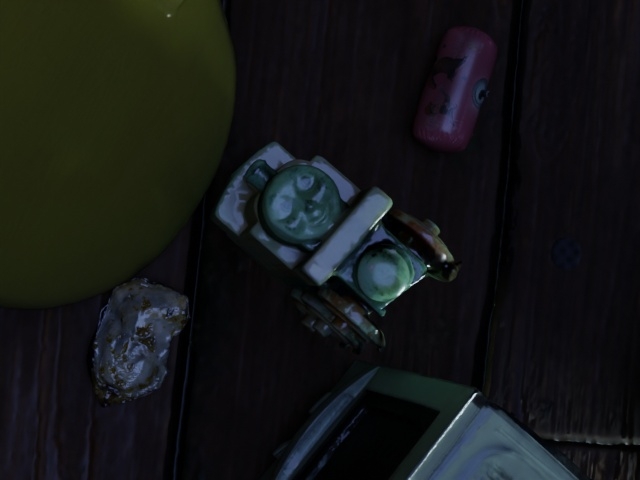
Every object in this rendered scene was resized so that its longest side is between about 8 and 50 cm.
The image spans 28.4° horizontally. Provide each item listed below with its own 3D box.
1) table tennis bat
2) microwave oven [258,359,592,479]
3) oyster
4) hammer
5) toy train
[{"bbox_3d":[-0.109,-0.130,0.718,0.224,0.054,0.368,41,77,-44],"label":"table tennis bat"},{"bbox_3d":[0.068,0.159,0.719,0.162,0.208,0.122,42,79,-11],"label":"microwave oven"},{"bbox_3d":[-0.115,0.063,0.771,0.054,0.019,0.083,24,81,-15],"label":"oyster"},{"bbox_3d":[0.088,-0.097,0.815,0.043,0.043,0.083,20,83,-14],"label":"hammer"},{"bbox_3d":[0.000,0.000,0.714,0.125,0.194,0.080,41,83,-5],"label":"toy train"}]
